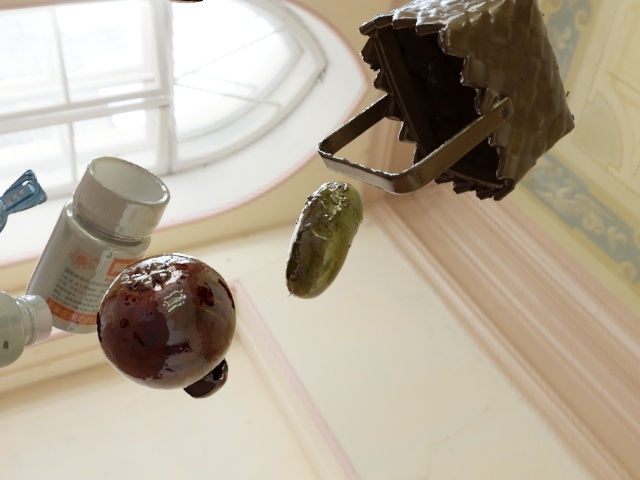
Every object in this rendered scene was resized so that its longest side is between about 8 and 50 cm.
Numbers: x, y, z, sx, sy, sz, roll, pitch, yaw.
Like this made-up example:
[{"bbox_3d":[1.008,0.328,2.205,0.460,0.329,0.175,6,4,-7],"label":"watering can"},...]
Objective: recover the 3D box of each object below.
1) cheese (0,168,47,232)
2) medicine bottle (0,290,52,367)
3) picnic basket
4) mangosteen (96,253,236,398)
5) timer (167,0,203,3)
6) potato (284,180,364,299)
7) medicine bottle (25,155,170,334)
[{"bbox_3d":[-0.697,-0.055,1.641,0.135,0.245,0.052,49,-10,34],"label":"cheese"},{"bbox_3d":[-0.692,0.187,1.556,0.111,0.296,0.161,-7,-88,34],"label":"medicine bottle"},{"bbox_3d":[0.166,-0.191,1.106,0.254,0.321,0.291,31,-25,57],"label":"picnic basket"},{"bbox_3d":[-0.224,0.147,1.207,0.215,0.215,0.257,43,-22,50],"label":"mangosteen"},{"bbox_3d":[-0.249,-0.547,1.392,0.215,0.230,0.229,76,-4,-83],"label":"timer"},{"bbox_3d":[0.000,0.000,1.497,0.251,0.113,0.149,-61,-156,-4],"label":"potato"},{"bbox_3d":[-0.500,0.012,1.749,0.371,0.211,0.211,-58,-134,22],"label":"medicine bottle"}]
